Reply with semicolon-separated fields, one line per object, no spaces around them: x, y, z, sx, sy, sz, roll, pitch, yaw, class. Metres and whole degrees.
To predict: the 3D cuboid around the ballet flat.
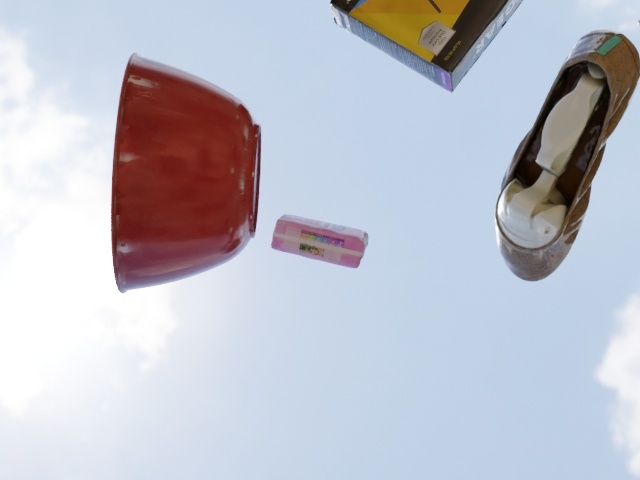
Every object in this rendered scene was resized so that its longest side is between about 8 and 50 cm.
0.280;-0.090;1.738;0.116;0.342;0.124;32;-152;17;ballet flat

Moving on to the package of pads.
0.000;0.000;1.294;0.050;0.083;0.032;-50;-28;-80;package of pads

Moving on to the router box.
0.115;-0.239;1.309;0.133;0.046;0.179;33;-103;19;router box

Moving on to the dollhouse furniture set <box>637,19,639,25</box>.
0.288;-0.214;1.336;0.081;0.114;0.091;-53;-47;-21;dollhouse furniture set

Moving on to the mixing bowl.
-0.095;-0.048;1.085;0.098;0.181;0.181;2;-123;0;mixing bowl
